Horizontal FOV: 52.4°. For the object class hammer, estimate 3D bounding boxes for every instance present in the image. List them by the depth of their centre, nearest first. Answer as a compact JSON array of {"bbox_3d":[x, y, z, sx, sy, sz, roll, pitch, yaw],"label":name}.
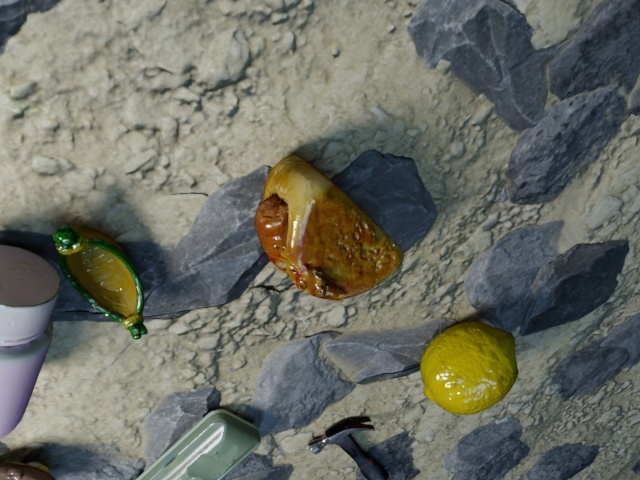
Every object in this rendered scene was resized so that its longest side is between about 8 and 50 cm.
[{"bbox_3d":[0.094,0.488,1.479,0.137,0.037,0.290,-32,132,4],"label":"hammer"}]

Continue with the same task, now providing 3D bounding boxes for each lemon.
[{"bbox_3d":[0.296,0.255,1.294,0.193,0.180,0.181,-51,136,-21],"label":"lemon"}]

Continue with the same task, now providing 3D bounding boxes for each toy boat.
[{"bbox_3d":[-0.307,0.050,0.911,0.089,0.088,0.229,-25,133,-3],"label":"toy boat"}]

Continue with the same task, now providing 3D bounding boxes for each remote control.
[{"bbox_3d":[-0.267,0.464,1.268,0.335,0.065,0.128,-44,122,12],"label":"remote control"}]

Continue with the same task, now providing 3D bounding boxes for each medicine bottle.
[{"bbox_3d":[-0.448,0.142,0.877,0.152,0.152,0.255,12,118,-32],"label":"medicine bottle"}]

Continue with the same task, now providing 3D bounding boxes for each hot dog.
[{"bbox_3d":[0.000,0.000,0.980,0.153,0.150,0.256,-48,131,3],"label":"hot dog"}]

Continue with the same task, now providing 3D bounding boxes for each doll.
[{"bbox_3d":[-0.531,0.432,1.117,0.145,0.096,0.188,35,133,-25],"label":"doll"}]
